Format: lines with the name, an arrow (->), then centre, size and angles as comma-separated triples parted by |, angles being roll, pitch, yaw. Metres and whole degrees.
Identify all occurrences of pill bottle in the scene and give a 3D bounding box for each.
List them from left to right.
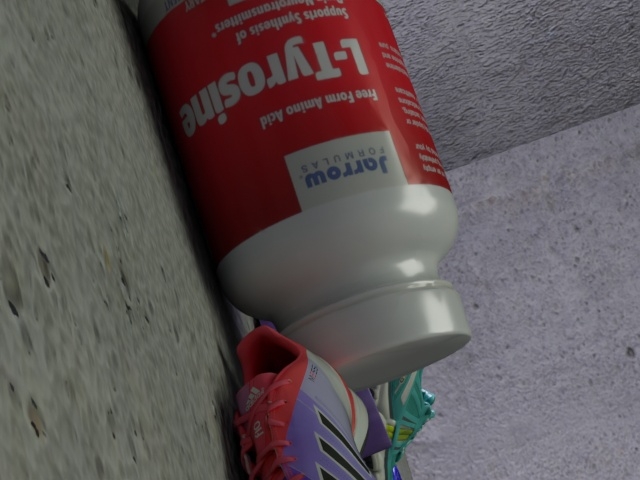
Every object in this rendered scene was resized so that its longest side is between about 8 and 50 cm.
pill bottle -> -0.009, -0.071, 1.308 | 0.229, 0.229, 0.408 | 60, 10, -74

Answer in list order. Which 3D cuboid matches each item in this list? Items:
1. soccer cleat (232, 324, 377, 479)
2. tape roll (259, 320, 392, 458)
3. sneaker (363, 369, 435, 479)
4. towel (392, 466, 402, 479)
soccer cleat -> -0.021, 0.161, 1.041 | 0.116, 0.108, 0.318 | 50, 9, -14
tape roll -> 0.004, 0.144, 1.493 | 0.189, 0.080, 0.189 | 157, -90, -89
sneaker -> 0.086, 0.217, 1.664 | 0.107, 0.110, 0.275 | -131, -142, -50
towel -> 0.103, 0.401, 1.826 | 0.308, 0.076, 0.228 | -105, 174, -54
